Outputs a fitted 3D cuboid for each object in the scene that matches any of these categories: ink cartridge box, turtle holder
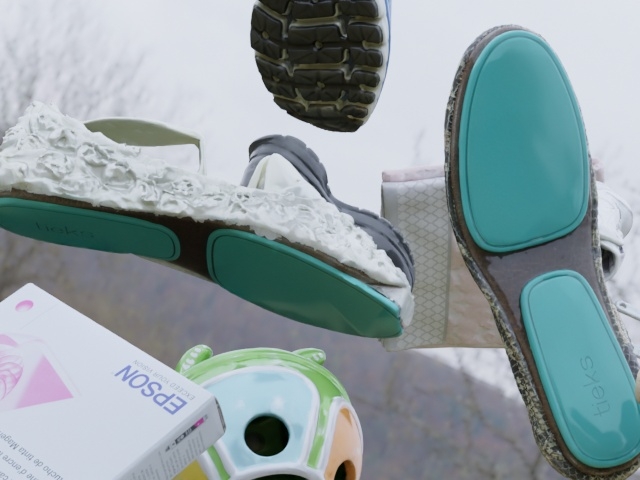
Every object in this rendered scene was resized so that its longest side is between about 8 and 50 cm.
[{"bbox_3d":[-0.324,0.208,1.596,0.324,0.330,0.071,26,-39,37],"label":"ink cartridge box"},{"bbox_3d":[-0.104,0.254,1.827,0.320,0.243,0.227,17,19,-17],"label":"turtle holder"}]

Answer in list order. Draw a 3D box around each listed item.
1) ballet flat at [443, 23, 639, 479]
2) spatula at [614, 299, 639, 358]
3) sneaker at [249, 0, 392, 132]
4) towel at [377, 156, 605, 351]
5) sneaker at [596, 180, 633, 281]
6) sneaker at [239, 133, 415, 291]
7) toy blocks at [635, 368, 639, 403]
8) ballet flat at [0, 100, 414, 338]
[{"bbox_3d":[0.219,0.024,1.625,0.164,0.482,0.182,-14,-4,-11],"label":"ballet flat"},{"bbox_3d":[0.443,0.163,1.830,0.242,0.168,0.019,25,-41,10],"label":"spatula"},{"bbox_3d":[0.027,-0.248,1.296,0.130,0.330,0.147,15,28,24],"label":"sneaker"},{"bbox_3d":[0.239,0.030,2.211,0.317,0.053,0.331,-2,-50,-1],"label":"towel"},{"bbox_3d":[0.314,0.006,1.874,0.152,0.114,0.305,38,25,28],"label":"sneaker"},{"bbox_3d":[0.000,0.000,1.936,0.286,0.130,0.109,40,-42,-20],"label":"sneaker"},{"bbox_3d":[0.440,0.267,1.421,0.260,0.288,0.309,10,-4,33],"label":"toy blocks"},{"bbox_3d":[-0.100,-0.034,1.384,0.409,0.147,0.147,17,-8,0],"label":"ballet flat"}]
